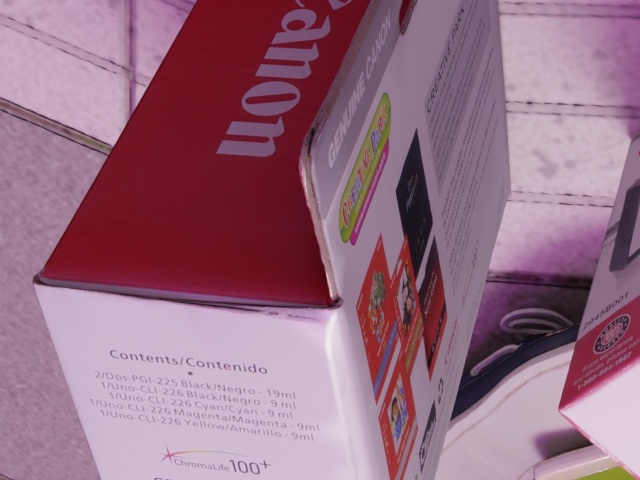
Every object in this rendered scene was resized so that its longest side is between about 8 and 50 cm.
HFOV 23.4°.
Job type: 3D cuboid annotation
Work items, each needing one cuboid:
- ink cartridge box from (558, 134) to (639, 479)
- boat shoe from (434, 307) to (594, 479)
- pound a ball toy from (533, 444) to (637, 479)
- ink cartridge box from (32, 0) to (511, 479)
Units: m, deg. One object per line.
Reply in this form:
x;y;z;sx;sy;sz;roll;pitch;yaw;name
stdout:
0.213;-0.001;0.733;0.092;0.218;0.158;39;132;-10;ink cartridge box
0.141;0.093;0.946;0.095;0.079;0.254;30;137;-13;boat shoe
0.259;0.206;0.867;0.319;0.208;0.135;-22;148;23;pound a ball toy
-0.004;-0.032;0.718;0.130;0.309;0.272;4;132;16;ink cartridge box
